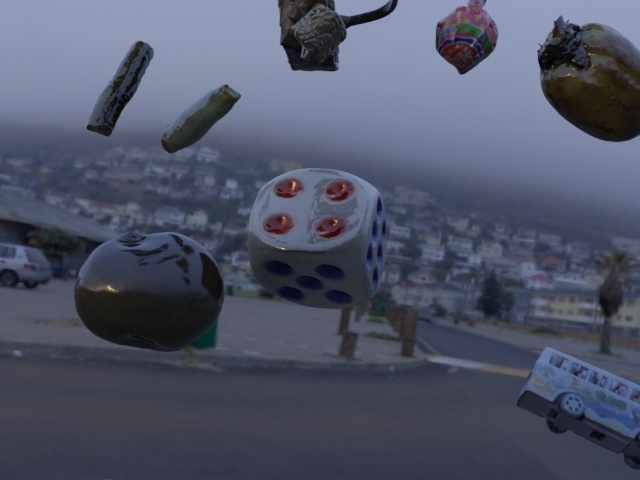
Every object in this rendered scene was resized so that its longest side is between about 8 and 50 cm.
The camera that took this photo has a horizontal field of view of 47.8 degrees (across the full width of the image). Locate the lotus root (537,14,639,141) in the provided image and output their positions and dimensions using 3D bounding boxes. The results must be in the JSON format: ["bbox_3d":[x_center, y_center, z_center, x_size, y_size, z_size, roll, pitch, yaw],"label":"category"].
[{"bbox_3d":[0.506,-0.274,1.290,0.314,0.169,0.141,37,5,-8],"label":"lotus root"}]

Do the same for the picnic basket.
[{"bbox_3d":[0.050,-0.619,1.898,0.337,0.337,0.293,8,-3,7],"label":"picnic basket"}]

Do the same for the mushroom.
[{"bbox_3d":[-0.319,-0.334,1.939,0.087,0.107,0.333,34,-41,-26],"label":"mushroom"}]

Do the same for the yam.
[{"bbox_3d":[-0.510,-0.393,1.849,0.071,0.317,0.067,14,-31,5],"label":"yam"}]

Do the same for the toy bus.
[{"bbox_3d":[0.563,0.336,1.412,0.330,0.136,0.109,23,-31,15],"label":"toy bus"}]

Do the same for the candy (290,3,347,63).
[{"bbox_3d":[-0.005,-0.431,1.509,0.095,0.110,0.085,55,-2,-38],"label":"candy"}]

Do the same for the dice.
[{"bbox_3d":[0.000,0.000,1.868,0.305,0.276,0.304,5,-34,16],"label":"dice"}]

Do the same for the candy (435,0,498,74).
[{"bbox_3d":[0.330,-0.502,1.486,0.124,0.365,0.124,19,-28,10],"label":"candy"}]

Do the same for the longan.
[{"bbox_3d":[-0.401,0.122,1.718,0.350,0.288,0.288,4,-2,-19],"label":"longan"}]
